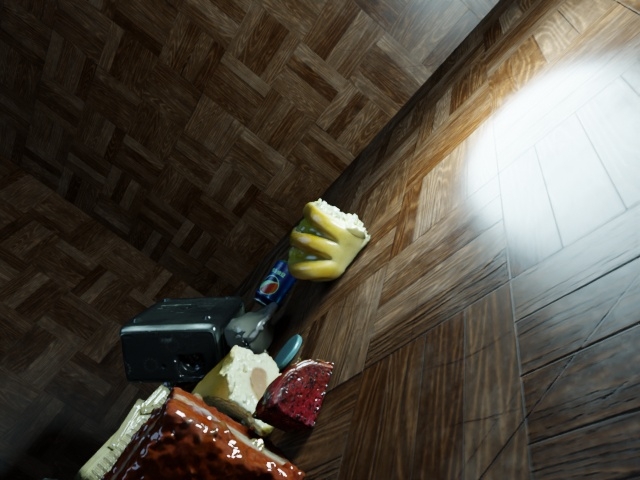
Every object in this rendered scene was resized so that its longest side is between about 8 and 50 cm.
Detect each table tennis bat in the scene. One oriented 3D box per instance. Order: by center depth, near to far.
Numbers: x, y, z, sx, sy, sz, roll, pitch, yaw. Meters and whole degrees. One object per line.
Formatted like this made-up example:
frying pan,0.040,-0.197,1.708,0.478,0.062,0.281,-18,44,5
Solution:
table tennis bat,-0.120,0.351,1.253,0.201,0.033,0.124,-53,8,-19

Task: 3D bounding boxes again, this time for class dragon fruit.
dragon fruit,-0.059,0.303,0.904,0.120,0.127,0.161,-28,26,49

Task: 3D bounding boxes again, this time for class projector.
projector,-0.524,0.374,1.778,0.405,0.395,0.242,-64,-30,-79

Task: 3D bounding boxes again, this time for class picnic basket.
picnic basket,-0.483,0.567,1.178,0.228,0.175,0.313,-56,-4,38

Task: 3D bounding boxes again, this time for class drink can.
drink can,-0.181,0.187,1.838,0.205,0.118,0.118,-57,11,-16

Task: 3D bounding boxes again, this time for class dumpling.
dumpling,-0.225,0.326,1.552,0.204,0.163,0.293,-19,-10,-29

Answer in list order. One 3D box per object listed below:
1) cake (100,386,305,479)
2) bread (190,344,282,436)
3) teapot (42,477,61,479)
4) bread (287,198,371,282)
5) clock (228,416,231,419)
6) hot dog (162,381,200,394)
cake,-0.233,0.437,0.782,0.270,0.269,0.319,-56,12,-19
bread,-0.172,0.349,1.093,0.224,0.183,0.211,-36,14,53
teapot,-0.894,1.012,1.517,0.305,0.362,0.376,-43,2,26
bread,0.000,0.000,1.417,0.270,0.211,0.315,-52,7,11
clock,-0.330,0.564,1.372,0.312,0.061,0.312,-51,10,12
hot dog,-0.551,0.639,1.771,0.387,0.174,0.267,-56,20,-20
